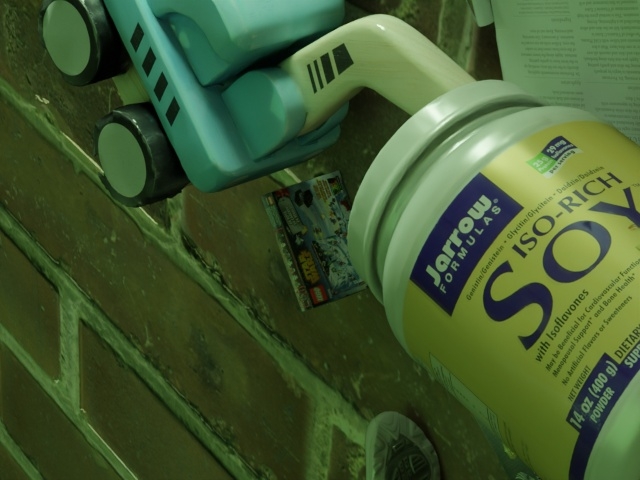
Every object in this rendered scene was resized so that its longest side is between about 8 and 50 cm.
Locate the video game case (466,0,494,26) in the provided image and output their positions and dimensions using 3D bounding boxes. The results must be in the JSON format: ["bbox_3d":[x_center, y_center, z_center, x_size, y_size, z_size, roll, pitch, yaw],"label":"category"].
[{"bbox_3d":[0.116,-0.289,1.525,0.157,0.019,0.143,-106,-3,-48],"label":"video game case"}]

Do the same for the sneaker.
[{"bbox_3d":[0.082,0.302,1.944,0.115,0.090,0.232,4,109,61],"label":"sneaker"}]

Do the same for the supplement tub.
[{"bbox_3d":[0.198,0.047,1.287,0.331,0.241,0.241,42,139,37],"label":"supplement tub"}]

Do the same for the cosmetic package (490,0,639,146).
[{"bbox_3d":[0.292,-0.141,1.354,0.377,0.097,0.284,11,114,56],"label":"cosmetic package"}]

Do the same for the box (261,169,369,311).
[{"bbox_3d":[0.000,0.000,1.898,0.027,0.094,0.137,-21,87,59],"label":"box"}]

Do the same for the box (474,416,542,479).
[{"bbox_3d":[0.217,0.147,1.670,0.231,0.056,0.183,61,147,16],"label":"box"}]

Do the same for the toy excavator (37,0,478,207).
[{"bbox_3d":[-0.031,-0.169,1.685,0.445,0.222,0.433,-34,80,50],"label":"toy excavator"}]
